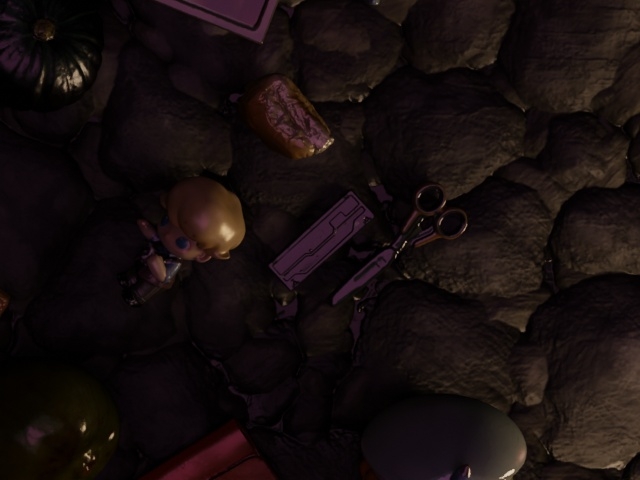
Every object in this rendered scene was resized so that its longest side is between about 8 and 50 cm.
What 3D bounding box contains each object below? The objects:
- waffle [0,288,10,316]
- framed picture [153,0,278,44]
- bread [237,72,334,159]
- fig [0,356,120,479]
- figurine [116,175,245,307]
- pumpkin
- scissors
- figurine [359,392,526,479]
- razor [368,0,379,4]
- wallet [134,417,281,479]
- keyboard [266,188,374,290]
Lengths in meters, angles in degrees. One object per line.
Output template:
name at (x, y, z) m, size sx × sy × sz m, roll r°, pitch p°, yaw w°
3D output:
waffle at (-0.504, 0.122, 1.917) m, size 0.125 × 0.032 × 0.191 m, roll 35°, pitch 96°, yaw -12°
framed picture at (-0.170, -0.400, 1.845) m, size 0.289 × 0.020 × 0.211 m, roll 21°, pitch 99°, yaw -8°
bread at (-0.047, -0.154, 1.861) m, size 0.082 × 0.106 × 0.125 m, roll -40°, pitch 99°, yaw 3°
fig at (-0.382, 0.231, 1.883) m, size 0.225 × 0.203 × 0.203 m, roll 28°, pitch 99°, yaw 22°
figurine at (-0.189, 0.000, 1.889) m, size 0.196 × 0.114 × 0.108 m, roll -39°, pitch 126°, yaw 15°
pumpkin at (-0.356, -0.253, 1.793) m, size 0.194 × 0.150 × 0.194 m, roll -4°, pitch 108°, yaw -13°
scissors at (0.094, 0.015, 1.952) m, size 0.220 × 0.017 × 0.088 m, roll -41°, pitch 105°, yaw 4°
figurine at (0.210, 0.353, 1.978) m, size 0.205 × 0.224 × 0.382 m, roll -47°, pitch 127°, yaw -16°
razor at (0.078, -0.369, 1.864) m, size 0.068 × 0.040 × 0.135 m, roll 6°, pitch 106°, yaw -5°
wallet at (-0.162, 0.350, 1.985) m, size 0.204 × 0.045 × 0.142 m, roll -32°, pitch 102°, yaw 3°
keyboard at (0.000, 0.000, 1.944) m, size 0.155 × 0.010 × 0.053 m, roll -41°, pitch 101°, yaw 5°
